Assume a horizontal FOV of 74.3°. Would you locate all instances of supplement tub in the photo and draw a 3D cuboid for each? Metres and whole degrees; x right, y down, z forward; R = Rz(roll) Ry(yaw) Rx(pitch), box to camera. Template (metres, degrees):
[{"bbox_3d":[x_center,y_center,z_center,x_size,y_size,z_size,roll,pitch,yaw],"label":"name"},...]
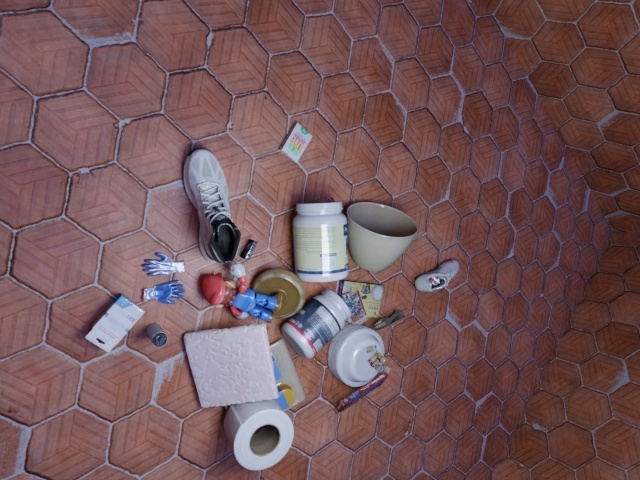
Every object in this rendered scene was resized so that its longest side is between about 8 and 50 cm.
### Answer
[{"bbox_3d":[0.000,0.000,1.808,0.235,0.235,0.325,-6,98,-30],"label":"supplement tub"},{"bbox_3d":[-0.018,0.364,1.855,0.272,0.191,0.191,-40,112,-22],"label":"supplement tub"}]

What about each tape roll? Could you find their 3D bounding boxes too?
[{"bbox_3d":[-0.249,0.756,1.691,0.246,0.169,0.246,-4,99,-26],"label":"tape roll"}]

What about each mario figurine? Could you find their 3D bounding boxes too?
[{"bbox_3d":[-0.320,0.209,1.702,0.320,0.170,0.198,25,72,-19],"label":"mario figurine"}]

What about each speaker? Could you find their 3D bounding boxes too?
[{"bbox_3d":[-0.600,0.345,1.544,0.055,0.136,0.055,-2,95,-30],"label":"speaker"}]

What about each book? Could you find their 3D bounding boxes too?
[{"bbox_3d":[-0.106,-0.423,1.830,0.096,0.035,0.144,36,75,-32],"label":"book"}]

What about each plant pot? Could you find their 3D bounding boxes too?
[{"bbox_3d":[-0.178,0.232,1.769,0.236,0.032,0.237,0,110,1],"label":"plant pot"}]

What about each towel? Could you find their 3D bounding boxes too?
[{"bbox_3d":[-0.344,0.488,1.651,0.331,0.053,0.317,-9,100,8],"label":"towel"}]

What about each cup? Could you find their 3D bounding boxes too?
[{"bbox_3d":[0.255,0.002,1.940,0.330,0.331,0.237,-5,123,-30],"label":"cup"}]

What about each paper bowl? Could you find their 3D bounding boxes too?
[{"bbox_3d":[0.186,0.554,2.018,0.284,0.148,0.285,-3,96,-31],"label":"paper bowl"}]

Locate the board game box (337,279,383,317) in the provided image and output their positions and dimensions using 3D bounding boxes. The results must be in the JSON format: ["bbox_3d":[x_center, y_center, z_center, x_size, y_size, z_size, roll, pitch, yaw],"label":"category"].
[{"bbox_3d":[0.190,0.285,2.056,0.243,0.042,0.165,11,89,-31],"label":"board game box"}]

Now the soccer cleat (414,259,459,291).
[{"bbox_3d":[0.656,0.199,2.262,0.331,0.143,0.116,-23,105,-27],"label":"soccer cleat"}]

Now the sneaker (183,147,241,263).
[{"bbox_3d":[-0.376,-0.128,1.564,0.169,0.257,0.448,-14,101,-28],"label":"sneaker"}]

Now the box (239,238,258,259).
[{"bbox_3d":[-0.295,0.037,1.736,0.018,0.067,0.083,33,79,-28],"label":"box"}]

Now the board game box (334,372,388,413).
[{"bbox_3d":[0.200,0.742,2.057,0.281,0.145,0.027,-23,62,-27],"label":"board game box"}]

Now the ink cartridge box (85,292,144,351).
[{"bbox_3d":[-0.734,0.292,1.505,0.104,0.060,0.180,46,72,-26],"label":"ink cartridge box"}]

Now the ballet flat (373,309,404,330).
[{"bbox_3d":[0.340,0.393,2.113,0.249,0.084,0.058,-11,73,-47],"label":"ballet flat"}]

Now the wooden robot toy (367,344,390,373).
[{"bbox_3d":[0.277,0.559,1.940,0.076,0.079,0.173,-40,113,-22],"label":"wooden robot toy"}]

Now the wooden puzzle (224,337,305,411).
[{"bbox_3d":[-0.242,0.640,1.812,0.347,0.080,0.322,-27,107,-26],"label":"wooden puzzle"}]

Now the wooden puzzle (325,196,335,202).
[{"bbox_3d":[0.048,-0.165,1.954,0.049,0.006,0.083,-36,111,-23],"label":"wooden puzzle"}]

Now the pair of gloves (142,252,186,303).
[{"bbox_3d":[-0.591,0.145,1.599,0.159,0.023,0.198,1,95,-31],"label":"pair of gloves"}]
